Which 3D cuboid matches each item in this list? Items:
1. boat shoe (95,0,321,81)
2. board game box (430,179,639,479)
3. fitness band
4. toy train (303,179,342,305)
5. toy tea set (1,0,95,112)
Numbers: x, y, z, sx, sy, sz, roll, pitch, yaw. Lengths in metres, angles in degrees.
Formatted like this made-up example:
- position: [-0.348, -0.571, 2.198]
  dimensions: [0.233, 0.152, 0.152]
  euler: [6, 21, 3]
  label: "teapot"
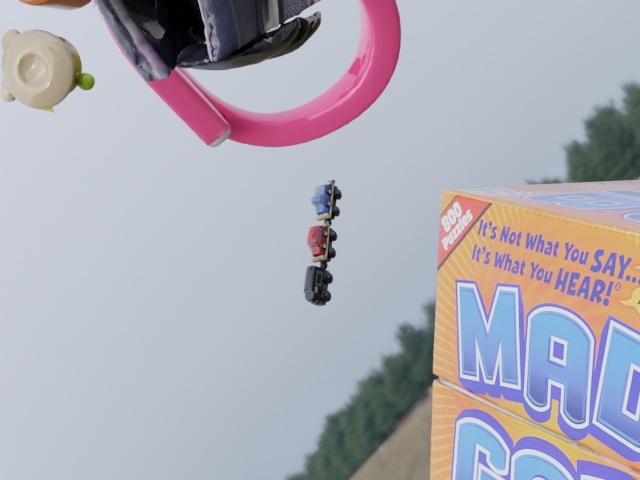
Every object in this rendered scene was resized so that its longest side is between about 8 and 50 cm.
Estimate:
- position: [-0.102, -0.262, 0.820]
  dimensions: [0.127, 0.340, 0.158]
  euler: [-16, 15, 26]
  label: "boat shoe"
- position: [0.341, 0.144, 1.134]
  dimensions: [0.356, 0.356, 0.356]
  euler: [-3, 10, -28]
  label: "board game box"
- position: [-0.058, -0.193, 1.062]
  dimensions: [0.209, 0.291, 0.054]
  euler: [-35, 37, 9]
  label: "fitness band"
- position: [0.000, 0.000, 1.555]
  dimensions: [0.027, 0.036, 0.158]
  euler: [-16, 62, 49]
  label: "toy train"
- position: [-0.385, -0.275, 1.459]
  dimensions: [0.124, 0.336, 0.200]
  euler: [-40, -36, -68]
  label: "toy tea set"
